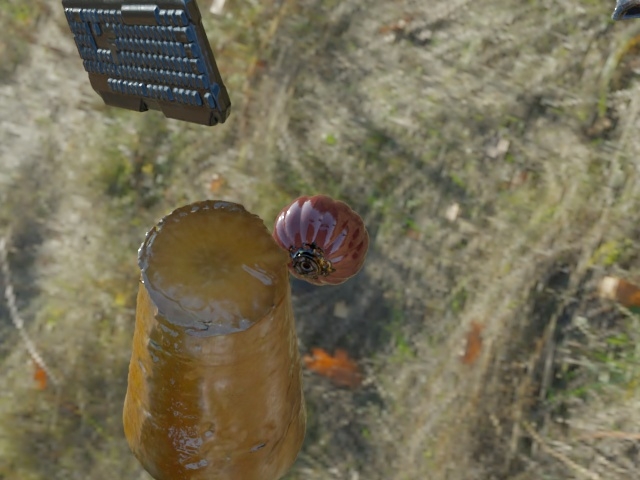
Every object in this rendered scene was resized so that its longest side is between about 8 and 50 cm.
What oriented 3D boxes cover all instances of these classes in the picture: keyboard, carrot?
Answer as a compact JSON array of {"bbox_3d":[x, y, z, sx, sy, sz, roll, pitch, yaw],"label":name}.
[{"bbox_3d":[-0.137,-0.141,0.984,0.262,0.016,0.106,19,132,60],"label":"keyboard"},{"bbox_3d":[-0.090,0.106,1.258,0.254,0.196,0.196,102,158,-50],"label":"carrot"}]

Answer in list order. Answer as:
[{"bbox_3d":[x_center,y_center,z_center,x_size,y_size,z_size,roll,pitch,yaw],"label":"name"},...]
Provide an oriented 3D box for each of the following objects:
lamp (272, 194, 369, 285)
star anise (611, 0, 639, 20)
[{"bbox_3d":[0.000,0.000,1.435,0.107,0.107,0.092,-39,15,41],"label":"lamp"},{"bbox_3d":[0.270,-0.205,0.837,0.212,0.197,0.073,-20,45,32],"label":"star anise"}]
